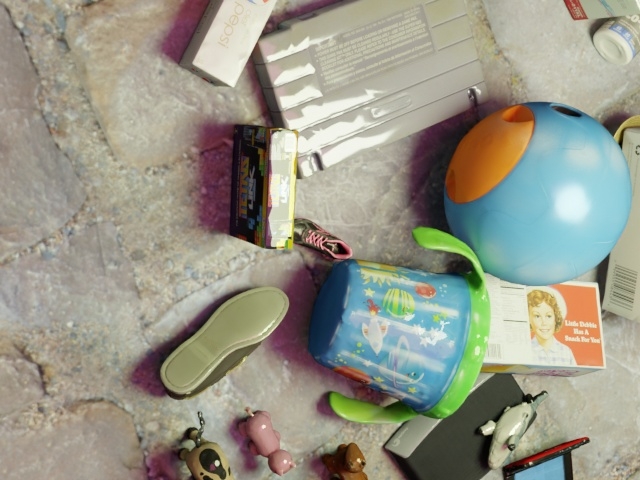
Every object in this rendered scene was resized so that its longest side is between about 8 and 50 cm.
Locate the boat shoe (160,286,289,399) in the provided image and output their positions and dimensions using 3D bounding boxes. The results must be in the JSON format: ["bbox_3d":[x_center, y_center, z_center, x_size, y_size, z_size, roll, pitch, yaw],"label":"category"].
[{"bbox_3d":[-0.143,0.153,1.589,0.228,0.068,0.081,-37,71,-20],"label":"boat shoe"}]

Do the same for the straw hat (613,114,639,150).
[{"bbox_3d":[0.529,-0.154,1.855,0.144,0.061,0.144,-11,110,-31],"label":"straw hat"}]

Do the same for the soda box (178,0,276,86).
[{"bbox_3d":[-0.118,-0.331,1.525,0.074,0.069,0.216,28,85,-26],"label":"soda box"}]

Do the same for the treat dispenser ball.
[{"bbox_3d":[0.337,-0.072,1.652,0.288,0.288,0.288,-4,99,-24],"label":"treat dispenser ball"}]

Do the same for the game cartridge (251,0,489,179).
[{"bbox_3d":[0.080,-0.263,1.634,0.355,0.068,0.230,-24,103,-20],"label":"game cartridge"}]

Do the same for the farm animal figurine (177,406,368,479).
[{"bbox_3d":[-0.058,0.430,1.609,0.330,0.172,0.327,7,95,-26],"label":"farm animal figurine"}]

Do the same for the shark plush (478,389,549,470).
[{"bbox_3d":[0.326,0.311,1.793,0.161,0.073,0.067,-54,137,-33],"label":"shark plush"}]

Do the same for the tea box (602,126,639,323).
[{"bbox_3d":[0.691,-0.022,1.827,0.323,0.220,0.329,-4,106,-31],"label":"tea box"}]

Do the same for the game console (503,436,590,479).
[{"bbox_3d":[0.405,0.414,1.873,0.144,0.124,0.085,-16,78,-22],"label":"game console"}]

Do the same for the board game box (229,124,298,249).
[{"bbox_3d":[-0.084,-0.080,1.538,0.048,0.141,0.170,-1,98,-27],"label":"board game box"}]

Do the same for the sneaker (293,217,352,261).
[{"bbox_3d":[0.000,0.000,1.636,0.119,0.057,0.047,23,90,-25],"label":"sneaker"}]

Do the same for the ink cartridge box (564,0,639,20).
[{"bbox_3d":[0.499,-0.425,1.737,0.127,0.175,0.072,-35,110,-16],"label":"ink cartridge box"}]

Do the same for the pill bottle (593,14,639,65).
[{"bbox_3d":[0.540,-0.372,1.817,0.137,0.078,0.078,-46,113,-12],"label":"pill bottle"}]

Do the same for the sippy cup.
[{"bbox_3d":[0.109,0.134,1.626,0.224,0.240,0.305,18,81,-15],"label":"sippy cup"}]

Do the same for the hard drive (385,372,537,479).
[{"bbox_3d":[0.248,0.324,1.800,0.255,0.054,0.172,-40,112,-14],"label":"hard drive"}]

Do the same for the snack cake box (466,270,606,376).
[{"bbox_3d":[0.342,0.142,1.772,0.264,0.089,0.152,6,71,-26],"label":"snack cake box"}]
